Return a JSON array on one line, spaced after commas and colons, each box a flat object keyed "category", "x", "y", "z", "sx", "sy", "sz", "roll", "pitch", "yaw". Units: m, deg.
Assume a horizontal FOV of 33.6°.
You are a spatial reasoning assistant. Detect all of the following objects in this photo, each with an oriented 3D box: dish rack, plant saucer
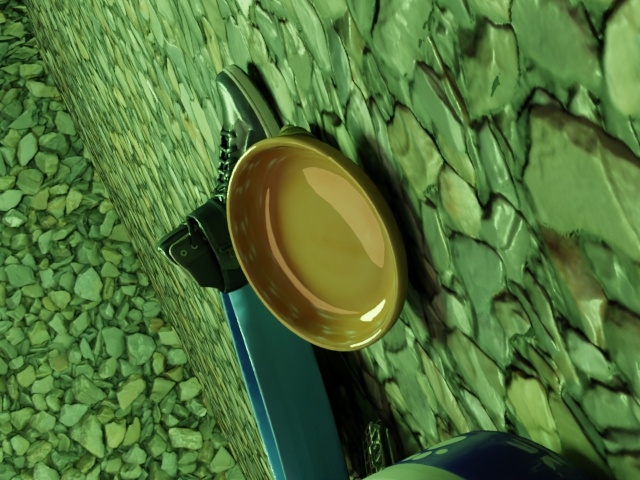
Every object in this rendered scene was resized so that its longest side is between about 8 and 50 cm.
[{"category": "dish rack", "x": 0.093, "y": 0.333, "z": 1.142, "sx": 0.208, "sy": 0.074, "sz": 0.272, "roll": 104, "pitch": 158, "yaw": -65}, {"category": "plant saucer", "x": 0.000, "y": 0.000, "z": 0.921, "sx": 0.200, "sy": 0.037, "sz": 0.200, "roll": 23, "pitch": 127, "yaw": 34}]

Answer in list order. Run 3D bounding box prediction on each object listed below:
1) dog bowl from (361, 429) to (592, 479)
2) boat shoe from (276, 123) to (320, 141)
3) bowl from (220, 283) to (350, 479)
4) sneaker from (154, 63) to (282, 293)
[{"category": "dog bowl", "x": 0.121, "y": 0.274, "z": 0.749, "sx": 0.265, "sy": 0.104, "sz": 0.265, "roll": 28, "pitch": 127, "yaw": 45}, {"category": "boat shoe", "x": -0.008, "y": -0.022, "z": 1.016, "sx": 0.072, "sy": 0.068, "sz": 0.190, "roll": -115, "pitch": 17, "yaw": -64}, {"category": "bowl", "x": -0.047, "y": 0.195, "z": 1.349, "sx": 0.391, "sy": 0.077, "sz": 0.391, "roll": 163, "pitch": 90, "yaw": -82}, {"category": "sneaker", "x": -0.108, "y": -0.055, "z": 1.105, "sx": 0.086, "sy": 0.163, "sz": 0.226, "roll": -160, "pitch": 49, "yaw": -73}]
